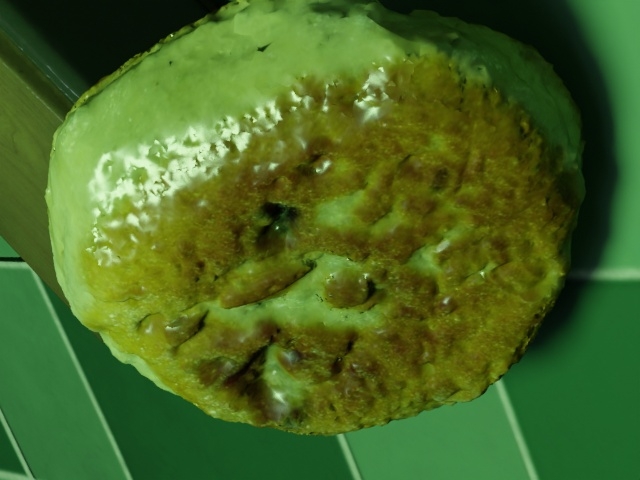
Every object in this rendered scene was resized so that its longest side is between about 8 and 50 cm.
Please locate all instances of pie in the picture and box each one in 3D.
[{"bbox_3d":[0.000,0.000,0.913,0.315,0.092,0.315,0,131,0],"label":"pie"}]

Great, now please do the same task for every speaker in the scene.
[{"bbox_3d":[-0.148,-0.083,1.078,0.231,0.153,0.192,45,142,13],"label":"speaker"}]
